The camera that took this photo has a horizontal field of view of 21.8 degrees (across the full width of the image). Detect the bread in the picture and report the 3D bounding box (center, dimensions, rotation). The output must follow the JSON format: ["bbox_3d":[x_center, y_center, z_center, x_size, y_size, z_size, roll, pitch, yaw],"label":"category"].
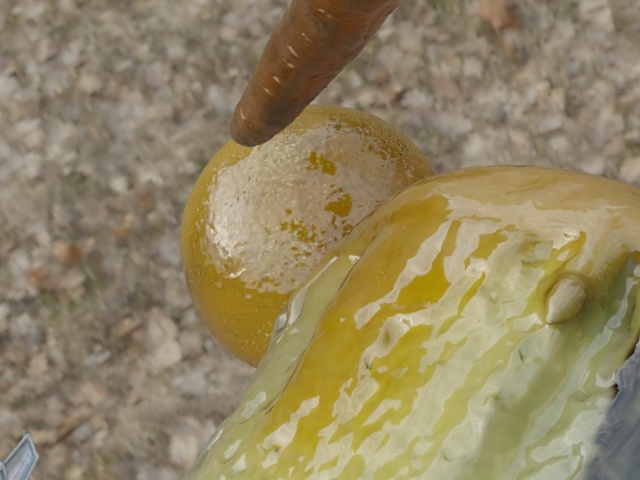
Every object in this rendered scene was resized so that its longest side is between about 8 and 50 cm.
[{"bbox_3d":[0.048,0.074,0.587,0.162,0.262,0.204,30,62,9],"label":"bread"}]

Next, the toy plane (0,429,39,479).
[{"bbox_3d":[-0.216,0.160,0.907,0.162,0.065,0.171,-15,69,-34],"label":"toy plane"}]

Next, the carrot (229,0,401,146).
[{"bbox_3d":[-0.006,-0.101,0.835,0.057,0.224,0.057,12,59,-20],"label":"carrot"}]

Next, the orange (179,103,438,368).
[{"bbox_3d":[0.000,0.000,1.587,0.274,0.274,0.274,-12,47,13],"label":"orange"}]
